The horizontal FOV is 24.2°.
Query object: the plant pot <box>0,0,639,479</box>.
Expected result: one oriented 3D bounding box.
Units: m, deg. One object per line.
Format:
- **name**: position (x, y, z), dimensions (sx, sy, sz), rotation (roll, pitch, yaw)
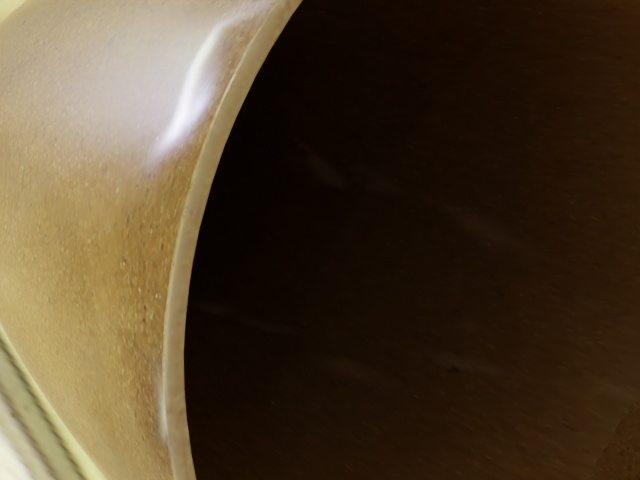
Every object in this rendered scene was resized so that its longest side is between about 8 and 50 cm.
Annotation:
- **plant pot**: position (-0.017, -0.012, 0.482), dimensions (0.254, 0.237, 0.237), rotation (17, 146, 49)
